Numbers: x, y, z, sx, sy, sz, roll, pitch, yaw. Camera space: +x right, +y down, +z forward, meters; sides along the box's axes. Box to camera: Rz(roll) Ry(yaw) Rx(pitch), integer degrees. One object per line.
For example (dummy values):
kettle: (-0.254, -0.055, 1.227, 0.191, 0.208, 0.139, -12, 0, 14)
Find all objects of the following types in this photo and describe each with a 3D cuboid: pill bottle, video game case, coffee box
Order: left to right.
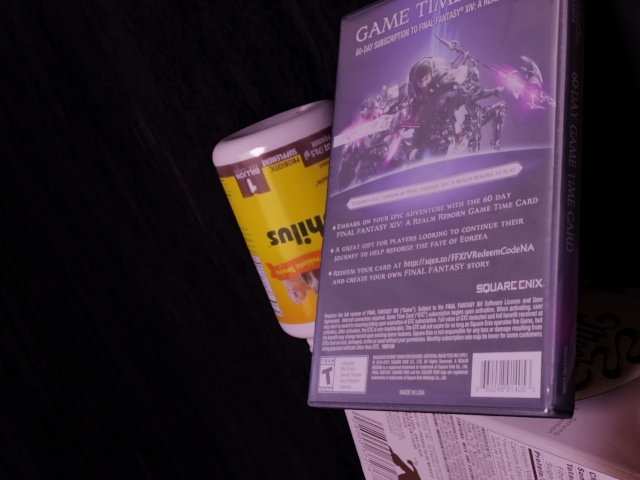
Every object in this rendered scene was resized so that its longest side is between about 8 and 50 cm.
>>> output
pill bottle: (0.000, 0.000, 0.798, 0.117, 0.117, 0.215, -2, 114, 57)
video game case: (0.072, -0.034, 0.580, 0.196, 0.026, 0.274, -10, 70, 50)
coffee box: (0.170, 0.116, 0.589, 0.297, 0.168, 0.119, 11, 124, 52)
